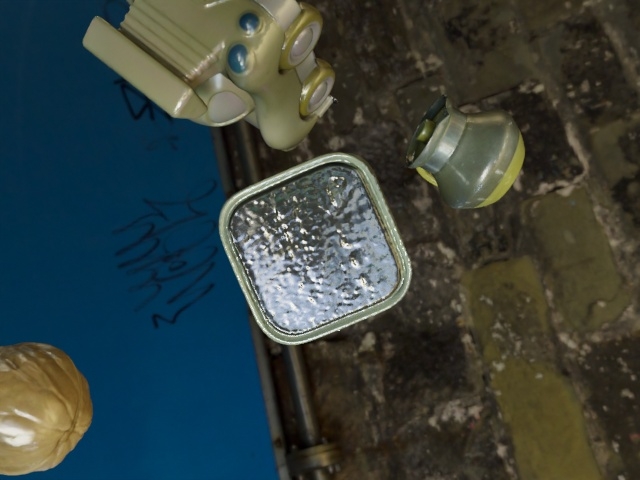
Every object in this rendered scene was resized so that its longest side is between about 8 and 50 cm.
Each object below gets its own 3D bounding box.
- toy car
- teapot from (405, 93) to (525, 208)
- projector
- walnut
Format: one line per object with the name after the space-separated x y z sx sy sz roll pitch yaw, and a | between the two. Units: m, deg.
-0.136 -0.242 0.885 0.242 0.226 0.336 38 175 11 | toy car
0.167 -0.103 0.776 0.130 0.119 0.165 -66 9 -16 | teapot
0.000 0.000 1.035 0.249 0.248 0.248 -54 -60 -81 | projector
-0.527 0.285 1.098 0.225 0.260 0.225 -39 -45 -54 | walnut
